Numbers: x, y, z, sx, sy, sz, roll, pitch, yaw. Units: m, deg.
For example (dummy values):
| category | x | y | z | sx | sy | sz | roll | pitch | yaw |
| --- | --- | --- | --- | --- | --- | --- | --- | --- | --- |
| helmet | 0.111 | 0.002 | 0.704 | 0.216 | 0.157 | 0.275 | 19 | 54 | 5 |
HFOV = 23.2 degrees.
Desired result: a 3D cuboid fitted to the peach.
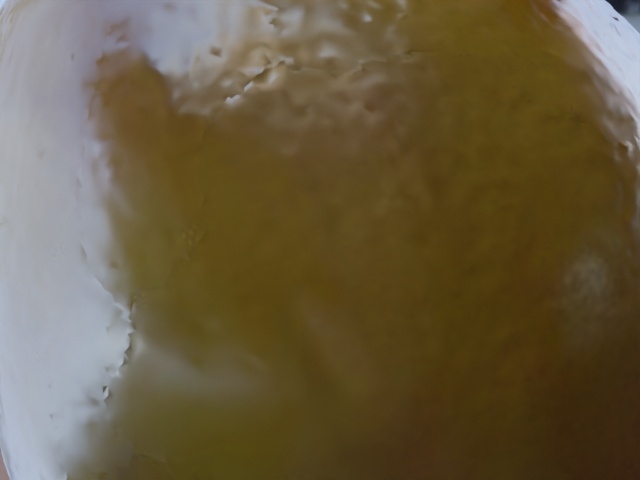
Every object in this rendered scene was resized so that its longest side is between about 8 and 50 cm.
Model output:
| category | x | y | z | sx | sy | sz | roll | pitch | yaw |
| --- | --- | --- | --- | --- | --- | --- | --- | --- | --- |
| peach | 0.004 | -0.003 | 0.586 | 0.289 | 0.308 | 0.289 | -7 | -30 | -4 |
